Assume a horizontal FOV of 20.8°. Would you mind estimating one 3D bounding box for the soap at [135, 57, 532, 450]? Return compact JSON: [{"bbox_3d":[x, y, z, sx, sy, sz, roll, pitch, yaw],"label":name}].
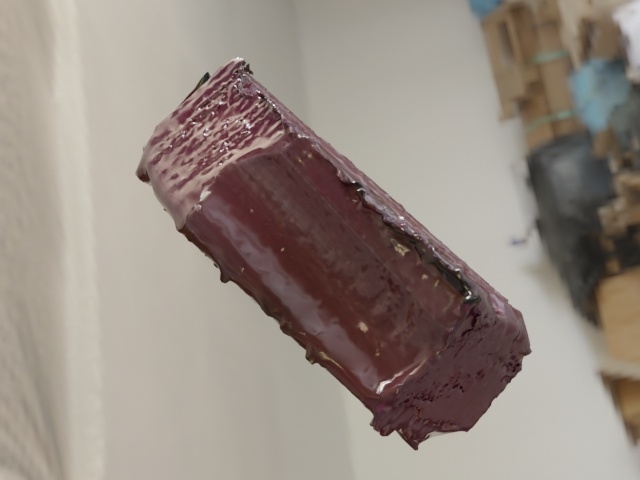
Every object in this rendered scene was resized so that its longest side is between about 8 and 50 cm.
[{"bbox_3d":[0.000,0.000,1.084,0.289,0.112,0.182,45,-179,27],"label":"soap"}]
